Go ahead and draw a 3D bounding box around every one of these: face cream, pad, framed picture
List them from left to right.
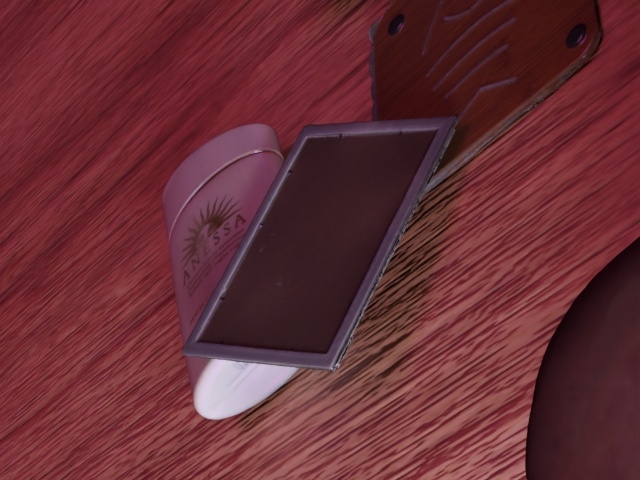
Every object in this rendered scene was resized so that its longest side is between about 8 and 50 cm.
[{"bbox_3d":[-0.085,0.014,1.721,0.173,0.081,0.348,-45,33,21],"label":"face cream"},{"bbox_3d":[0.000,0.000,1.548,0.217,0.017,0.274,4,59,49],"label":"framed picture"},{"bbox_3d":[0.145,-0.194,1.590,0.286,0.018,0.284,-39,36,35],"label":"pad"}]

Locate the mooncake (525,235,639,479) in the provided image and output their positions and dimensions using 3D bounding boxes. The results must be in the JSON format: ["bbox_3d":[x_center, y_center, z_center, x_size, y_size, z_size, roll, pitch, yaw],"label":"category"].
[{"bbox_3d":[0.268,0.122,0.945,0.334,0.174,0.326,-58,31,2],"label":"mooncake"}]
